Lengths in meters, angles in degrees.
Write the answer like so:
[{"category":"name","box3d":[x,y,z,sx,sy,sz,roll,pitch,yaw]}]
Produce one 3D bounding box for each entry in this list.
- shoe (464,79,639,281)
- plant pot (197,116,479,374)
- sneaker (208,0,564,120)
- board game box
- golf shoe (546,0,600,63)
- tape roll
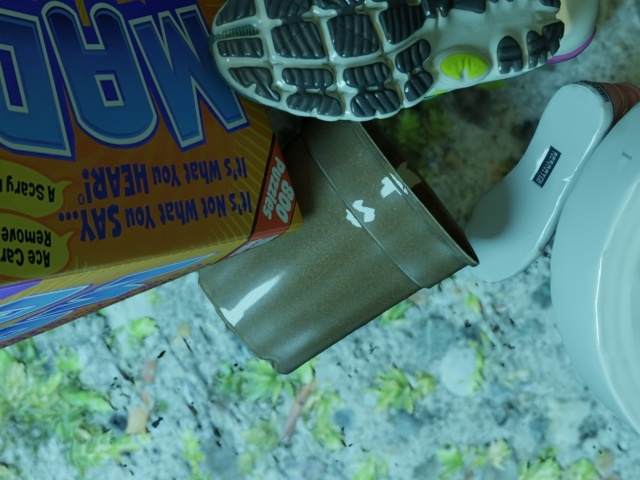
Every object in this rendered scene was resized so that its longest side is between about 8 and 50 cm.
[{"category":"shoe","box3d":[0.179,-0.044,1.325,0.063,0.081,0.178,44,120,26]},{"category":"plant pot","box3d":[0.000,0.000,1.289,0.165,0.167,0.167,-37,86,8]},{"category":"sneaker","box3d":[0.041,-0.130,1.224,0.275,0.110,0.107,-7,85,-33]},{"category":"board game box","box3d":[-0.292,-0.100,1.143,0.356,0.356,0.356,-22,85,27]},{"category":"golf shoe","box3d":[0.139,-0.282,1.301,0.115,0.140,0.306,-15,88,0]},{"category":"tape roll","box3d":[0.310,0.025,1.254,0.286,0.100,0.286,-2,103,-10]}]
